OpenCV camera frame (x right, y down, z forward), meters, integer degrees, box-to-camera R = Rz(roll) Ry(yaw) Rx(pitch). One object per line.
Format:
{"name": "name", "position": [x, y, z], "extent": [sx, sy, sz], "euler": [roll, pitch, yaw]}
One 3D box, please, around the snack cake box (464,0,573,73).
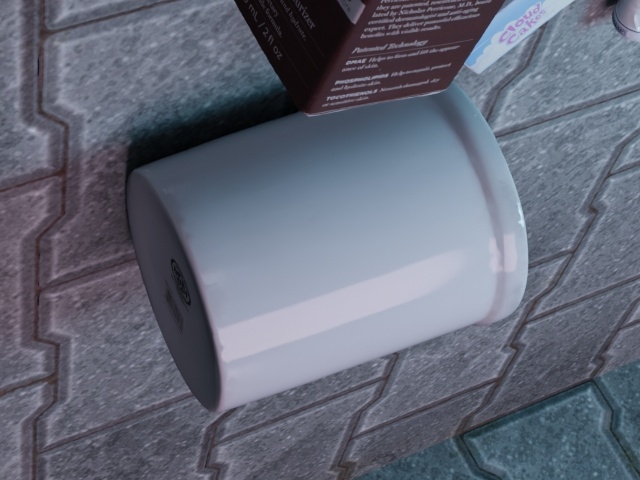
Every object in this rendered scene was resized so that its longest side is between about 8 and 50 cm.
{"name": "snack cake box", "position": [0.222, -0.323, 1.603], "extent": [0.264, 0.152, 0.089], "euler": [-37, 155, 16]}

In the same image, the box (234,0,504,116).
{"name": "box", "position": [0.049, -0.242, 1.289], "extent": [0.167, 0.168, 0.203], "euler": [-13, 151, -33]}

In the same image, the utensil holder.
{"name": "utensil holder", "position": [0.000, 0.000, 1.776], "extent": [0.385, 0.327, 0.327], "euler": [-18, 153, -19]}

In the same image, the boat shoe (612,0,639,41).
{"name": "boat shoe", "position": [0.511, -0.334, 1.965], "extent": [0.258, 0.095, 0.084], "euler": [-23, 159, -17]}
